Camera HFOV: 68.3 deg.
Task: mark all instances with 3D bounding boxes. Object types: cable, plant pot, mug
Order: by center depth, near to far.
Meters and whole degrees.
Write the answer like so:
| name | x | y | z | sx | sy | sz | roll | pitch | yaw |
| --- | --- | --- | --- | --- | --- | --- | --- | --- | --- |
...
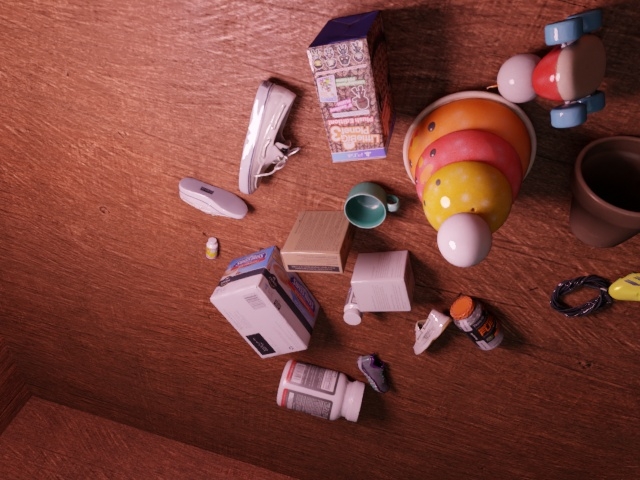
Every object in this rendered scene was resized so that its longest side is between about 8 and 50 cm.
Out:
| name | x | y | z | sx | sy | sz | roll | pitch | yaw |
| --- | --- | --- | --- | --- | --- | --- | --- | --- | --- |
| plant pot | 0.764 | -0.103 | 1.226 | 0.262 | 0.263 | 0.229 | 7 | 149 | 12 |
| mug | 0.159 | -0.113 | 1.476 | 0.157 | 0.097 | 0.130 | 23 | 131 | -3 |
| cable | 0.844 | 0.184 | 1.542 | 0.184 | 0.047 | 0.151 | -22 | 119 | 32 |

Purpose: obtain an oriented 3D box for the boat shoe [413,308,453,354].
| name | x | y | z | sx | sy | sz | roll | pitch | yaw |
| --- | --- | --- | --- | --- | --- | --- | --- | --- | --- |
| boat shoe | 0.406 | 0.341 | 1.789 | 0.096 | 0.098 | 0.277 | 44 | 144 | 19 |

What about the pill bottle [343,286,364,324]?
| name | x | y | z | sx | sy | sz | roll | pitch | yaw |
| --- | --- | --- | --- | --- | --- | --- | --- | --- | --- |
| pill bottle | 0.130 | 0.242 | 1.752 | 0.078 | 0.137 | 0.078 | 9 | 131 | 10 |

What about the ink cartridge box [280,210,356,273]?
| name | x | y | z | sx | sy | sz | roll | pitch | yaw |
| --- | --- | --- | --- | --- | --- | --- | --- | --- | --- |
| ink cartridge box | 0.000 | 0.000 | 1.528 | 0.193 | 0.235 | 0.088 | 1 | 128 | 18 |

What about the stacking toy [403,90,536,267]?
| name | x | y | z | sx | sy | sz | roll | pitch | yaw |
| --- | --- | --- | --- | --- | --- | --- | --- | --- | --- |
| stacking toy | 0.360 | -0.121 | 1.151 | 0.350 | 0.480 | 0.351 | 8 | 130 | 10 |

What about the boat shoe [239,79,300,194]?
| name | x | y | z | sx | sy | sz | roll | pitch | yaw |
| --- | --- | --- | --- | --- | --- | --- | --- | --- | --- |
| boat shoe | -0.140 | -0.283 | 1.420 | 0.156 | 0.136 | 0.367 | 18 | 122 | -2 |

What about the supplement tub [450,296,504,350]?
| name | x | y | z | sx | sy | sz | roll | pitch | yaw |
| --- | --- | --- | --- | --- | --- | --- | --- | --- | --- |
| supplement tub | 0.554 | 0.292 | 1.676 | 0.190 | 0.117 | 0.117 | 43 | 128 | -19 |

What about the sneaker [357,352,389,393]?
| name | x | y | z | sx | sy | sz | roll | pitch | yaw |
| --- | --- | --- | --- | --- | --- | --- | --- | --- | --- |
| sneaker | 0.253 | 0.575 | 2.032 | 0.098 | 0.083 | 0.224 | -27 | 116 | 28 |

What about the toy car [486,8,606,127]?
| name | x | y | z | sx | sy | sz | roll | pitch | yaw |
| --- | --- | --- | --- | --- | --- | --- | --- | --- | --- |
| toy car | 0.515 | -0.392 | 1.111 | 0.237 | 0.210 | 0.220 | 10 | 124 | 48 |

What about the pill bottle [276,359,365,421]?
| name | x | y | z | sx | sy | sz | roll | pitch | yaw |
| --- | --- | --- | --- | --- | --- | --- | --- | --- | --- |
| pill bottle | 0.003 | 0.678 | 2.107 | 0.362 | 0.210 | 0.210 | 14 | 131 | 7 |

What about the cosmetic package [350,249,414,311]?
| name | x | y | z | sx | sy | sz | roll | pitch | yaw |
| --- | --- | --- | --- | --- | --- | --- | --- | --- | --- |
| cosmetic package | 0.219 | 0.142 | 1.633 | 0.183 | 0.151 | 0.152 | -4 | 128 | 22 |

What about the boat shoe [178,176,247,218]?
| name | x | y | z | sx | sy | sz | roll | pitch | yaw |
| --- | --- | --- | --- | --- | --- | --- | --- | --- | --- |
| boat shoe | -0.372 | -0.133 | 1.641 | 0.258 | 0.095 | 0.084 | 28 | 136 | 7 |

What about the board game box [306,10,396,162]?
| name | x | y | z | sx | sy | sz | roll | pitch | yaw |
| --- | --- | --- | --- | --- | --- | --- | --- | --- | --- |
| board game box | 0.091 | -0.384 | 1.183 | 0.140 | 0.232 | 0.291 | -2 | 129 | 19 |

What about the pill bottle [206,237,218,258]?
| name | x | y | z | sx | sy | sz | roll | pitch | yaw |
| --- | --- | --- | --- | --- | --- | --- | --- | --- | --- |
| pill bottle | -0.416 | 0.028 | 1.809 | 0.043 | 0.043 | 0.083 | 18 | 131 | 3 |

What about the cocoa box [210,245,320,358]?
| name | x | y | z | sx | sy | sz | roll | pitch | yaw |
| --- | --- | --- | --- | --- | --- | --- | --- | --- | --- |
| cocoa box | -0.198 | 0.238 | 1.791 | 0.231 | 0.228 | 0.347 | -18 | 121 | 29 |

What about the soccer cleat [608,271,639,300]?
| name | x | y | z | sx | sy | sz | roll | pitch | yaw |
| --- | --- | --- | --- | --- | --- | --- | --- | --- | --- |
| soccer cleat | 1.034 | 0.158 | 1.411 | 0.288 | 0.121 | 0.094 | -3 | 128 | 20 |
